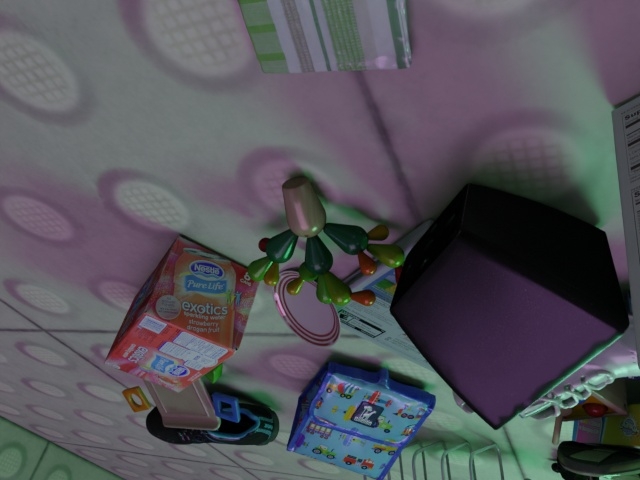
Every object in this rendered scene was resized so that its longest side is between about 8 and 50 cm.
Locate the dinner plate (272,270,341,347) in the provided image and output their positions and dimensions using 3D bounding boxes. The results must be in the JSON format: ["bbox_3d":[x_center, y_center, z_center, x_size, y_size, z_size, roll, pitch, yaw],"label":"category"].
[{"bbox_3d":[-0.020,0.106,0.906,0.141,0.017,0.141,25,133,30],"label":"dinner plate"}]

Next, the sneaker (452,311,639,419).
[{"bbox_3d":[0.308,0.171,0.748,0.297,0.129,0.111,-15,133,35],"label":"sneaker"}]

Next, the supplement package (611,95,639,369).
[{"bbox_3d":[0.369,-0.003,0.421,0.199,0.263,0.198,32,142,-23],"label":"supplement package"}]

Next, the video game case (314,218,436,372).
[{"bbox_3d":[0.200,0.117,0.861,0.329,0.036,0.300,28,144,-16],"label":"video game case"}]

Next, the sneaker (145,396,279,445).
[{"bbox_3d":[-0.278,0.434,1.407,0.340,0.125,0.140,-3,158,10],"label":"sneaker"}]

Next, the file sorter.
[{"bbox_3d":[0.256,0.548,1.286,0.277,0.173,0.192,-12,165,34],"label":"file sorter"}]

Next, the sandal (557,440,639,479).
[{"bbox_3d":[0.469,0.383,0.926,0.120,0.086,0.302,-1,157,38],"label":"sandal"}]

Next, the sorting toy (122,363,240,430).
[{"bbox_3d":[-0.326,0.343,1.334,0.347,0.047,0.196,-7,109,29],"label":"sorting toy"}]

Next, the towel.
[{"bbox_3d":[0.003,-0.201,0.508,0.152,0.023,0.113,5,142,19],"label":"towel"}]

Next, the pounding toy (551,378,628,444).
[{"bbox_3d":[0.393,0.247,0.908,0.130,0.100,0.141,33,143,-23],"label":"pounding toy"}]

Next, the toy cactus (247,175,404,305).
[{"bbox_3d":[0.000,0.000,0.740,0.218,0.112,0.181,1,124,29],"label":"toy cactus"}]

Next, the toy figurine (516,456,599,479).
[{"bbox_3d":[0.523,0.585,1.214,0.209,0.213,0.148,-33,127,3],"label":"toy figurine"}]

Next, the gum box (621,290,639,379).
[{"bbox_3d":[0.483,0.137,0.770,0.156,0.041,0.184,3,144,18],"label":"gum box"}]

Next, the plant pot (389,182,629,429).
[{"bbox_3d":[0.186,0.049,0.626,0.167,0.188,0.187,35,124,-1],"label":"plant pot"}]

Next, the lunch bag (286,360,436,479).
[{"bbox_3d":[0.083,0.342,1.172,0.220,0.138,0.293,20,133,-4],"label":"lunch bag"}]

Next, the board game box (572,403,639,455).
[{"bbox_3d":[0.575,0.314,0.885,0.242,0.064,0.316,14,162,3],"label":"board game box"}]

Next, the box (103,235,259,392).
[{"bbox_3d":[-0.239,0.138,0.968,0.154,0.142,0.300,27,144,-16],"label":"box"}]
